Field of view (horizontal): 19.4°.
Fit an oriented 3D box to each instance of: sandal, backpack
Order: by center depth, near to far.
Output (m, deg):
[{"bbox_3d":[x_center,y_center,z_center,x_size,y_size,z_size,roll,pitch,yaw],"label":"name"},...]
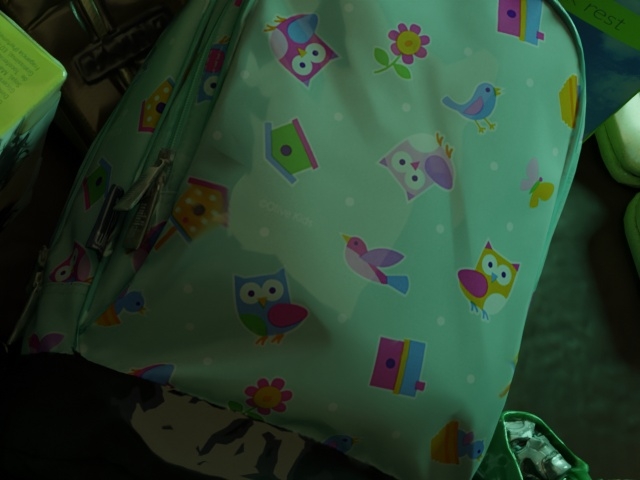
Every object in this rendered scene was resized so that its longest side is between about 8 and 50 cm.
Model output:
[{"bbox_3d":[0.000,0.000,0.521,0.152,0.115,0.182,25,75,-21],"label":"backpack"},{"bbox_3d":[-0.071,-0.071,0.588,0.072,0.049,0.180,-29,94,-24],"label":"sandal"}]

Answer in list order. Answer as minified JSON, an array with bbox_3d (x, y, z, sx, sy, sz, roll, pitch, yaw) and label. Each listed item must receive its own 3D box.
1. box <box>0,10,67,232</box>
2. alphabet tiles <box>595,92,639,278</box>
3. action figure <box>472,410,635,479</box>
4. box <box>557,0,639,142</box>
[{"bbox_3d":[-0.161,0.032,0.441,0.058,0.087,0.232,42,65,4],"label":"box"},{"bbox_3d":[0.231,-0.028,0.725,0.284,0.021,0.278,-4,66,-28],"label":"alphabet tiles"},{"bbox_3d":[0.129,0.133,0.547,0.232,0.063,0.137,40,35,19],"label":"action figure"},{"bbox_3d":[0.061,-0.086,0.575,0.109,0.178,0.042,28,56,-10],"label":"box"}]
